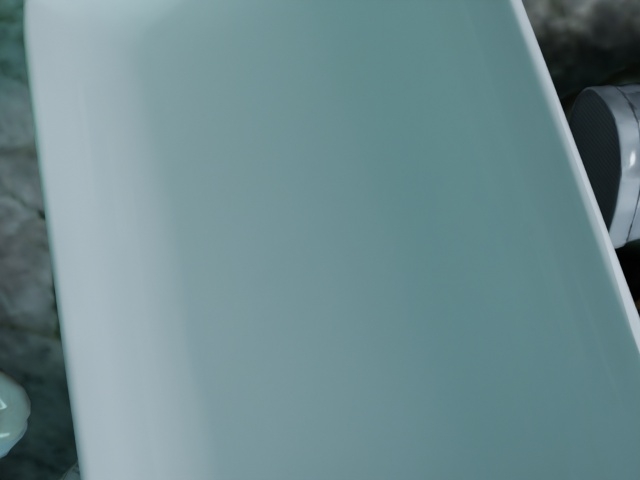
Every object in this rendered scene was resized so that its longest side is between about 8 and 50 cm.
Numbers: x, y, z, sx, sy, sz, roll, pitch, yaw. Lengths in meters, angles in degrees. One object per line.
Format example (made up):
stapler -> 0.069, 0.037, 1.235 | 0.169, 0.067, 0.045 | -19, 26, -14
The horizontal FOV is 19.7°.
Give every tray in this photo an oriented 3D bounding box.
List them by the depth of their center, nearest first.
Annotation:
tray -> 0.000, 0.000, 0.452 | 0.145, 0.270, 0.030 | -31, 140, 22

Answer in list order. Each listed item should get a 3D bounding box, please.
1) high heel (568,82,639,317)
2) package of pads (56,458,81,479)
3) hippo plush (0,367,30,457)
high heel -> 0.153, 0.048, 0.572 | 0.186, 0.093, 0.261 | -8, 135, -13
package of pads -> 0.057, 0.183, 0.549 | 0.101, 0.229, 0.296 | -36, 111, -24
hippo plush -> -0.118, 0.144, 0.527 | 0.234, 0.294, 0.236 | 5, 118, 2
